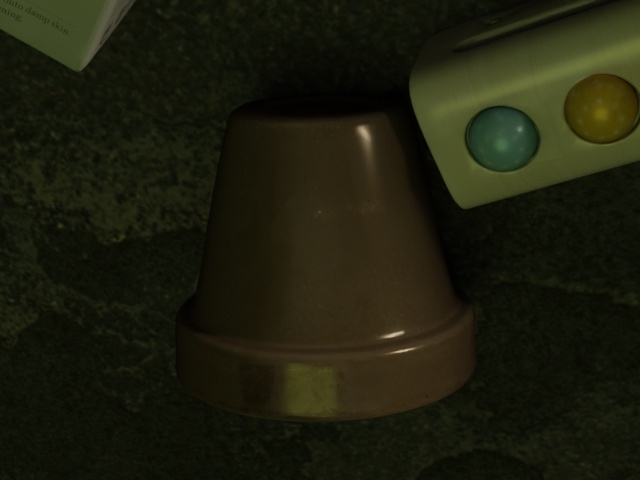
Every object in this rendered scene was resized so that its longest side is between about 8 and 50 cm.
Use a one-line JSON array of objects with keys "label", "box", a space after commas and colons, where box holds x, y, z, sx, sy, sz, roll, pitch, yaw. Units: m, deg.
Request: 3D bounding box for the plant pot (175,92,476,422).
[{"label": "plant pot", "box": [0.000, 0.000, 1.033, 0.263, 0.263, 0.229, 1, 106, 14]}]

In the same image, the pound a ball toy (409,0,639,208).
[{"label": "pound a ball toy", "box": [0.255, -0.095, 0.951, 0.319, 0.136, 0.208, -15, 118, 24]}]

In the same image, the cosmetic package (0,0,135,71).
[{"label": "cosmetic package", "box": [-0.144, -0.318, 0.714, 0.217, 0.156, 0.385, 30, 128, -8]}]
